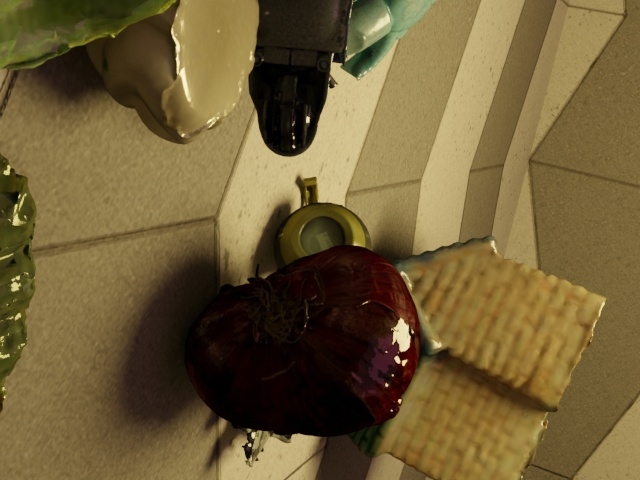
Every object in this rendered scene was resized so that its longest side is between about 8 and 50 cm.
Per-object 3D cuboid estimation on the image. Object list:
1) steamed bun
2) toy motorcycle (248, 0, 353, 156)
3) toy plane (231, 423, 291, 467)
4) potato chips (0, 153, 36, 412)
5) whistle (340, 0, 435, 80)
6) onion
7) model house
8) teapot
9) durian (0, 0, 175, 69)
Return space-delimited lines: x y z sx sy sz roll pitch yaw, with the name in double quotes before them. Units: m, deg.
"steamed bun" -0.126 -0.176 0.714 0.183 0.106 0.183 13 90 -74
"toy motorcycle" -0.018 -0.264 0.843 0.213 0.125 0.359 -81 177 -66
"toy plane" -0.077 0.249 1.206 0.234 0.082 0.160 96 8 -64
"potato chips" -0.316 0.115 0.507 0.429 0.070 0.359 -43 141 -53
"whistle" 0.075 -0.296 1.044 0.274 0.093 0.186 -37 162 -9
"onion" -0.020 0.126 0.995 0.281 0.280 0.221 67 3 -59
"model house" 0.253 0.220 1.626 0.446 0.399 0.395 -65 171 -1
"teapot" 0.000 0.000 1.159 0.119 0.130 0.166 90 -10 -70
"durian" -0.131 -0.203 0.507 0.394 0.198 0.163 -36 114 -9
